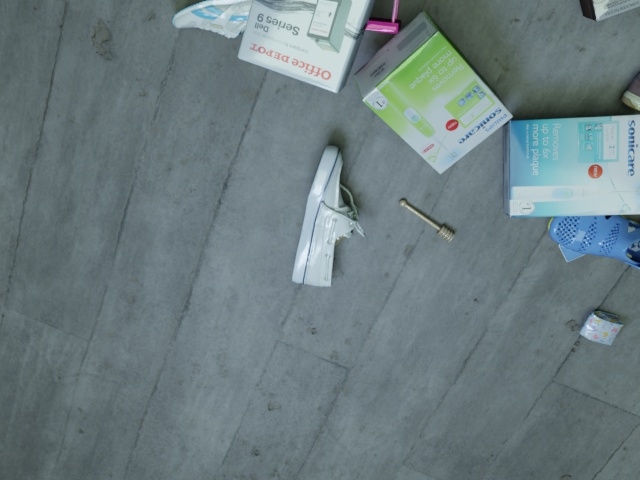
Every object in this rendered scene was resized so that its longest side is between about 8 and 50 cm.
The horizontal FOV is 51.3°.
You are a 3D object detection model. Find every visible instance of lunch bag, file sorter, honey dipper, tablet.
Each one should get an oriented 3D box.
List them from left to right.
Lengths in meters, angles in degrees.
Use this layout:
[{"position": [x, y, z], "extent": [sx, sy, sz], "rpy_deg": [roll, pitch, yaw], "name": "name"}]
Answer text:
[{"position": [0.031, -0.544, 1.388], "extent": [0.291, 0.202, 0.182], "rpy_deg": [7, 111, 5], "name": "file sorter"}, {"position": [0.264, -0.053, 1.660], "extent": [0.161, 0.030, 0.030], "rpy_deg": [35, 114, -5], "name": "honey dipper"}, {"position": [0.638, 0.015, 1.644], "extent": [0.083, 0.006, 0.054], "rpy_deg": [-27, 107, 18], "name": "tablet"}, {"position": [0.713, 0.219, 1.698], "extent": [0.083, 0.053, 0.071], "rpy_deg": [13, 117, -8], "name": "lunch bag"}]

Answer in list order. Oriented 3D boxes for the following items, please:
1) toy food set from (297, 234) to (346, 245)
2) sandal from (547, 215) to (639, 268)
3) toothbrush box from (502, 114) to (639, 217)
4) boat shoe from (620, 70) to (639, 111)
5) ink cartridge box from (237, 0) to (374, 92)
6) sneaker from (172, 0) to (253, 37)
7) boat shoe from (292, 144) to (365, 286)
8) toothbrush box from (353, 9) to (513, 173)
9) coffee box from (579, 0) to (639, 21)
[{"position": [0.000, 0.000, 1.728], "extent": [0.122, 0.019, 0.078], "rpy_deg": [-38, 103, 21], "name": "toy food set"}, {"position": [0.695, -0.004, 1.553], "extent": [0.317, 0.138, 0.126], "rpy_deg": [12, 110, 5], "name": "sandal"}, {"position": [0.564, -0.164, 1.485], "extent": [0.296, 0.126, 0.216], "rpy_deg": [0, 97, 8], "name": "toothbrush box"}, {"position": [0.802, -0.289, 1.435], "extent": [0.285, 0.103, 0.092], "rpy_deg": [21, 120, 6], "name": "boat shoe"}, {"position": [-0.010, -0.450, 1.254], "extent": [0.211, 0.121, 0.289], "rpy_deg": [20, 111, 1], "name": "ink cartridge box"}, {"position": [-0.226, -0.502, 1.507], "extent": [0.229, 0.087, 0.092], "rpy_deg": [-7, 114, 14], "name": "sneaker"}, {"position": [0.038, -0.046, 1.633], "extent": [0.156, 0.136, 0.367], "rpy_deg": [13, 109, 1], "name": "boat shoe"}, {"position": [0.244, -0.315, 1.447], "extent": [0.206, 0.122, 0.283], "rpy_deg": [-39, 127, 21], "name": "toothbrush box"}, {"position": [0.664, -0.572, 1.319], "extent": [0.297, 0.119, 0.168], "rpy_deg": [-16, 111, 15], "name": "coffee box"}]
